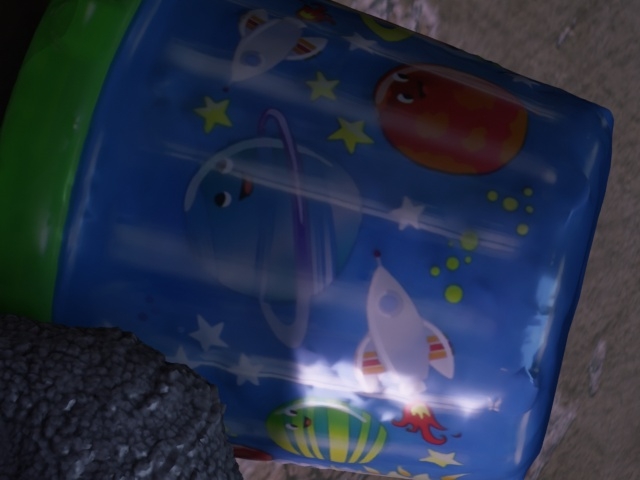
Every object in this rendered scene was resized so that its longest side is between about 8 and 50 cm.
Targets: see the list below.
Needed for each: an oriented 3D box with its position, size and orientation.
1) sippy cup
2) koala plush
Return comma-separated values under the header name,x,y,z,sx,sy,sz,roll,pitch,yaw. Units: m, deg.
name,x,y,z,sx,sy,sz,roll,pitch,yaw
sippy cup,0.000,0.000,0.815,0.240,0.224,0.305,-62,163,-53
koala plush,-0.130,0.153,0.672,0.203,0.196,0.221,-53,-176,39
